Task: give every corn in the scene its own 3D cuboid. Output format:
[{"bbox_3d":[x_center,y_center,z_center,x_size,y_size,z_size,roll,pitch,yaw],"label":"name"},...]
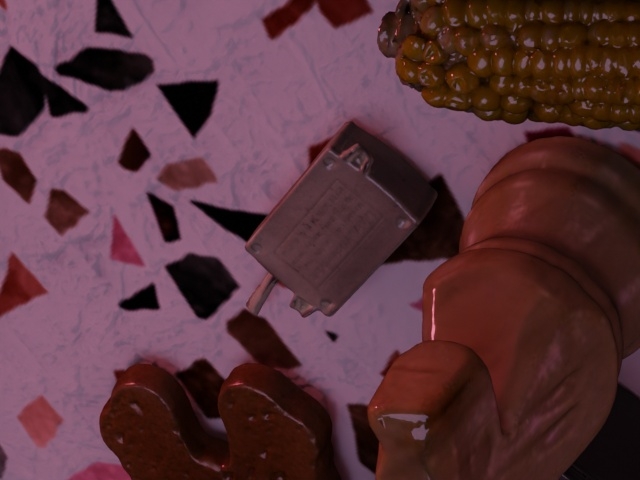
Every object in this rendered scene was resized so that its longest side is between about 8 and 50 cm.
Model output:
[{"bbox_3d":[0.188,-0.094,0.950,0.320,0.097,0.097,9,124,17],"label":"corn"}]

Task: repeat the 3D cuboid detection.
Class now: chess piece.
[{"bbox_3d":[0.100,0.069,0.964,0.137,0.301,0.137,13,126,19],"label":"chess piece"}]

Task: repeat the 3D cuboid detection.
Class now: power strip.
[{"bbox_3d":[0.000,0.000,1.125,0.075,0.042,0.175,40,129,-4],"label":"power strip"}]

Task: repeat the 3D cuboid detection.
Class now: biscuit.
[{"bbox_3d":[-0.047,0.213,1.286,0.186,0.044,0.295,1,120,27],"label":"biscuit"}]

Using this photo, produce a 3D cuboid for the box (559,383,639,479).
[{"bbox_3d":[0.114,0.179,1.135,0.163,0.135,0.243,36,129,0],"label":"box"}]
